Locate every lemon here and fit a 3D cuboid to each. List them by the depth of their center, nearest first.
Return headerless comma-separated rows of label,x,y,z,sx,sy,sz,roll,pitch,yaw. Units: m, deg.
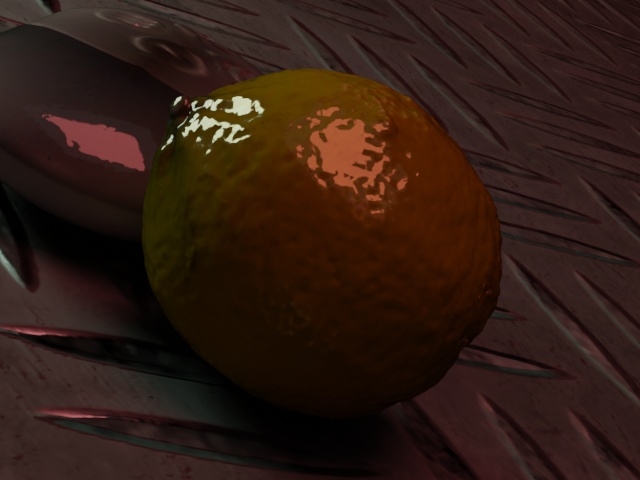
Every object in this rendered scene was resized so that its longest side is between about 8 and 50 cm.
lemon,0.000,0.000,0.977,0.231,0.192,0.192,41,15,-18

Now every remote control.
remote control,-0.125,-0.083,1.167,0.221,0.103,0.332,27,21,5
